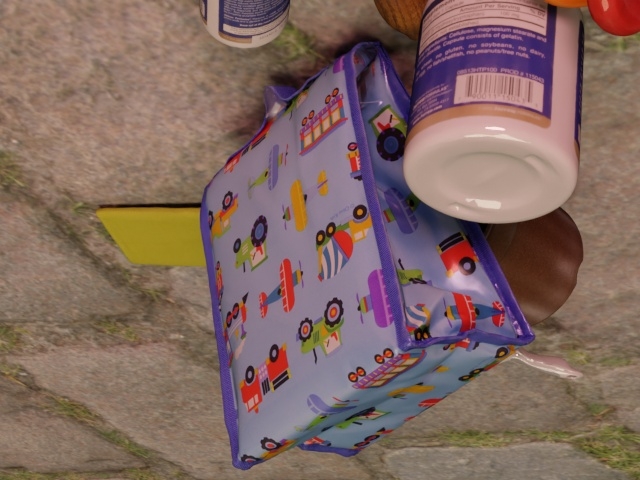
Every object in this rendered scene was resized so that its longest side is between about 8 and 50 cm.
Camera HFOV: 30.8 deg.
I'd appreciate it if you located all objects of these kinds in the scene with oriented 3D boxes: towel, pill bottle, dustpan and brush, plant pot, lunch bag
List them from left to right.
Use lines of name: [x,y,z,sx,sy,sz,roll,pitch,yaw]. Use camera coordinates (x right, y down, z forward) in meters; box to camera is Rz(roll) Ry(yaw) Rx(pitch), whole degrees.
towel: [-0.109,-0.007,1.220,0.237,0.021,0.102,0,145,18]
pill bottle: [-0.051,-0.195,0.809,0.067,0.067,0.120,10,152,-1]
lunch bag: [0.000,0.000,0.922,0.138,0.293,0.221,3,149,-41]
plant pot: [0.134,-0.002,1.019,0.167,0.166,0.165,-16,149,39]
dustpan and brush: [0.189,0.110,1.295,0.211,0.060,0.147,9,151,0]
pill bottle: [0.118,-0.116,0.775,0.112,0.186,0.112,7,151,4]

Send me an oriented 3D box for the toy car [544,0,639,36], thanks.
toy car: [0.202,-0.186,0.676,0.182,0.136,0.159,-9,146,30]

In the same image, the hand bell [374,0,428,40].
hand bell: [0.038,-0.197,0.773,0.126,0.126,0.242,-2,162,20]
